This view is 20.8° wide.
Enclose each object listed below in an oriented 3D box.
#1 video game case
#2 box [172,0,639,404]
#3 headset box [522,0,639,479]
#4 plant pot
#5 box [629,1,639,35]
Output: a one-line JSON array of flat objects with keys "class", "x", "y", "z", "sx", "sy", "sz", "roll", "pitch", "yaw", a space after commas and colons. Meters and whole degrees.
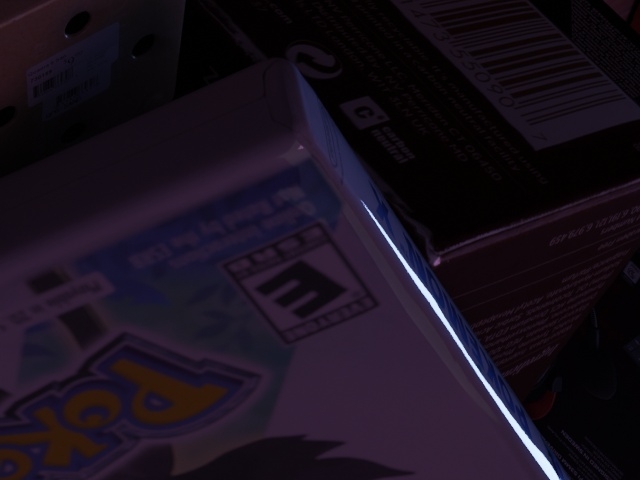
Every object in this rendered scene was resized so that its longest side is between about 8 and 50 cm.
[{"class": "video game case", "x": -0.093, "y": 0.105, "z": 0.572, "sx": 0.329, "sy": 0.036, "sz": 0.300, "roll": -23, "pitch": 138, "yaw": 12}, {"class": "box", "x": 0.000, "y": 0.000, "z": 0.682, "sx": 0.167, "sy": 0.168, "sz": 0.203, "roll": -19, "pitch": 148, "yaw": -46}, {"class": "headset box", "x": 0.121, "y": 0.047, "z": 0.913, "sx": 0.110, "sy": 0.218, "sz": 0.293, "roll": -27, "pitch": 154, "yaw": -33}, {"class": "plant pot", "x": -0.095, "y": -0.074, "z": 0.481, "sx": 0.109, "sy": 0.096, "sz": 0.109, "roll": -31, "pitch": 156, "yaw": -27}, {"class": "box", "x": 0.271, "y": -0.104, "z": 0.991, "sx": 0.154, "sy": 0.142, "sz": 0.300, "roll": -31, "pitch": 156, "yaw": -27}]
